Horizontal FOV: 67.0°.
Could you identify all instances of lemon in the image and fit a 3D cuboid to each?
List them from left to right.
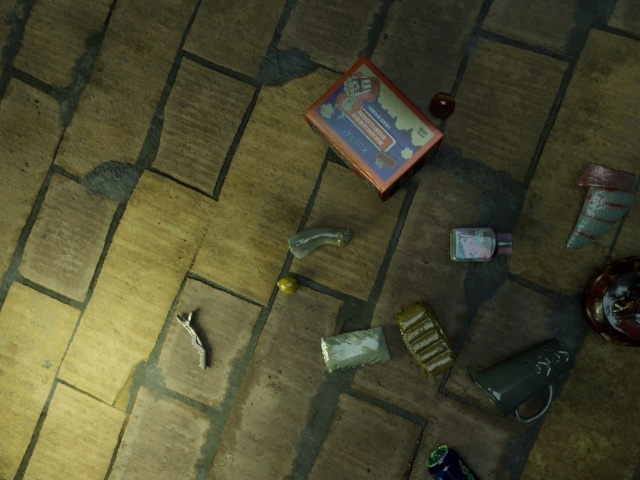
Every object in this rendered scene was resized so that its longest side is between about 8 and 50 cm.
[{"bbox_3d":[-0.115,0.157,1.715,0.083,0.062,0.062,8,90,6],"label":"lemon"}]

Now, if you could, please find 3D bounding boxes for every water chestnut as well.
[{"bbox_3d":[0.958,0.187,1.459,0.300,0.300,0.299,0,89,8],"label":"water chestnut"}]

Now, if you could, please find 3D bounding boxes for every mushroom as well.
[{"bbox_3d":[0.000,-0.004,1.694,0.223,0.081,0.092,-13,69,6],"label":"mushroom"}]

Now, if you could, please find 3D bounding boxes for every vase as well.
[{"bbox_3d":[0.664,0.446,1.565,0.301,0.156,0.251,-31,82,0],"label":"vase"}]

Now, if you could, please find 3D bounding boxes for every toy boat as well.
[{"bbox_3d":[0.901,-0.096,1.573,0.206,0.096,0.282,15,101,-6],"label":"toy boat"}]

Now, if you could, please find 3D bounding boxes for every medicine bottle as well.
[{"bbox_3d":[0.532,0.014,1.609,0.188,0.094,0.119,0,88,8],"label":"medicine bottle"}]

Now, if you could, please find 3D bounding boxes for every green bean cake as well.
[{"bbox_3d":[0.340,0.312,1.569,0.131,0.224,0.229,-30,82,7],"label":"green bean cake"}]

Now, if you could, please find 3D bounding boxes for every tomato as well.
[{"bbox_3d":[0.415,-0.462,1.641,0.087,0.087,0.075,18,64,8],"label":"tomato"}]

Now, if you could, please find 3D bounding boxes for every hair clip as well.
[{"bbox_3d":[-0.451,0.362,1.773,0.072,0.034,0.225,-27,86,6],"label":"hair clip"}]

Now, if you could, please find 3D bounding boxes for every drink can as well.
[{"bbox_3d":[0.450,0.789,1.597,0.118,0.118,0.205,-41,85,6],"label":"drink can"}]

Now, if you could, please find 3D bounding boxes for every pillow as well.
[{"bbox_3d":[0.121,0.380,1.684,0.229,0.051,0.128,-11,90,6],"label":"pillow"}]

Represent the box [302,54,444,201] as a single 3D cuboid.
[{"bbox_3d":[0.173,-0.335,1.553,0.257,0.318,0.348,-44,85,7],"label":"box"}]
